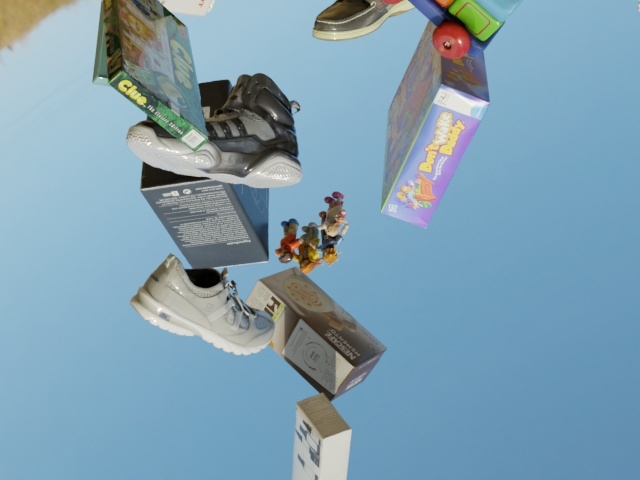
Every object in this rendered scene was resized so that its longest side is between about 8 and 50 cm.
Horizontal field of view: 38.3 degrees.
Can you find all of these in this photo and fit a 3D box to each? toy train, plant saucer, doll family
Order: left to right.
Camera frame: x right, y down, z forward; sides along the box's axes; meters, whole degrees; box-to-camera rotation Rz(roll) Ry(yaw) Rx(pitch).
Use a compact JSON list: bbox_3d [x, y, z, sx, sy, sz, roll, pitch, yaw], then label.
[{"bbox_3d":[-0.365,-0.358,1.646,0.018,0.067,0.192,127,-34,-59],"label":"plant saucer"},{"bbox_3d":[0.000,0.000,2.423,0.263,0.118,0.163,-30,-141,33],"label":"doll family"},{"bbox_3d":[0.111,-0.314,0.936,0.105,0.248,0.143,-52,-174,-31],"label":"toy train"}]

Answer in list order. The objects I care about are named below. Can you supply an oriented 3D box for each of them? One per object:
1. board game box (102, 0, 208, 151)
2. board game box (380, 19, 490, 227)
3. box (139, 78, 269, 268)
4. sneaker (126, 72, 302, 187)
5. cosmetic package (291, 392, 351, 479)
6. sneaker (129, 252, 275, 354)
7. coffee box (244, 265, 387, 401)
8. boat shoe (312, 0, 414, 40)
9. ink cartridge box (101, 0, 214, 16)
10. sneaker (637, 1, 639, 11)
[{"bbox_3d":[-0.203,-0.226,1.108,0.030,0.136,0.259,-35,-138,17],"label":"board game box"},{"bbox_3d":[0.181,-0.214,1.488,0.347,0.078,0.233,-81,-168,-56],"label":"board game box"},{"bbox_3d":[-0.271,-0.152,2.278,0.212,0.395,0.293,-8,-122,9],"label":"box"},{"bbox_3d":[-0.144,-0.168,1.314,0.101,0.269,0.153,-10,-107,57],"label":"sneaker"},{"bbox_3d":[-0.003,0.388,1.597,0.060,0.239,0.099,-14,-142,-25],"label":"cosmetic package"},{"bbox_3d":[-0.159,0.101,1.450,0.105,0.281,0.115,38,-80,39],"label":"sneaker"},{"bbox_3d":[-0.015,0.172,1.742,0.141,0.246,0.098,-18,145,-57],"label":"coffee box"},{"bbox_3d":[0.066,-0.338,1.271,0.080,0.073,0.223,22,-139,35],"label":"boat shoe"},{"bbox_3d":[-0.231,-0.411,1.334,0.082,0.191,0.139,44,-59,27],"label":"ink cartridge box"},{"bbox_3d":[0.581,-0.448,1.541,0.063,0.170,0.075,-27,-138,-25],"label":"sneaker"}]
